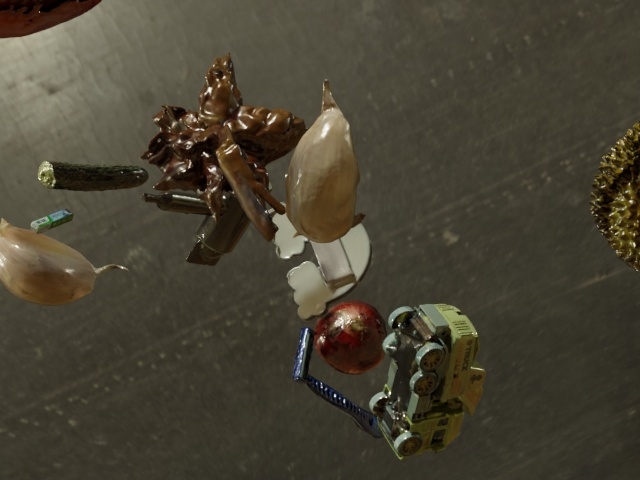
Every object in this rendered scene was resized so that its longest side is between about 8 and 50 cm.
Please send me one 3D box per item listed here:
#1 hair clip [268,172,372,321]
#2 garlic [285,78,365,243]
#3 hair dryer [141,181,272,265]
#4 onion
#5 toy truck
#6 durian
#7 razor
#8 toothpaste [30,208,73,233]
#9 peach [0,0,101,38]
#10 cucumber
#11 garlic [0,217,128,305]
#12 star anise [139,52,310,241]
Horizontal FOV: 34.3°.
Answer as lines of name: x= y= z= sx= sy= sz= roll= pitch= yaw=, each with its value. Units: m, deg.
hair clip: x=0.000 y=0.000 z=1.546 sx=0.140 sy=0.054 sz=0.220 roll=-20 pitch=74 yaw=-6
garlic: x=-0.002 y=-0.055 z=0.935 sx=0.066 sy=0.152 sz=0.084 roll=-20 pitch=50 yaw=-32
hair dryer: x=-0.218 y=-0.041 z=1.747 sx=0.078 sy=0.248 sz=0.195 roll=47 pitch=113 yaw=33
onion: x=0.051 y=0.163 z=1.728 sx=0.131 sy=0.131 sz=0.131 roll=0 pitch=71 yaw=0
toy truck: x=0.136 y=0.160 z=1.219 sx=0.116 sy=0.191 sz=0.085 roll=-5 pitch=33 yaw=-23
durian: x=0.605 y=-0.077 z=1.805 sx=0.258 sy=0.258 sz=0.293 roll=-30 pitch=95 yaw=-10
razor: x=0.026 y=0.263 z=1.769 sx=0.056 sy=0.324 sz=0.093 roll=-8 pitch=55 yaw=27
toothpaste: x=-0.472 y=-0.034 z=1.830 sx=0.020 sy=0.017 sz=0.083 roll=32 pitch=33 yaw=21
peach: x=-0.157 y=-0.175 z=0.559 sx=0.092 sy=0.127 sz=0.172 roll=26 pitch=59 yaw=30
cucumber: x=-0.408 y=-0.118 z=1.911 sx=0.214 sy=0.052 sz=0.058 roll=-1 pitch=31 yaw=-40
garlic: x=-0.497 y=0.061 z=1.967 sx=0.266 sy=0.128 sz=0.148 roll=27 pitch=65 yaw=-24
star anise: x=-0.108 y=-0.112 z=1.333 sx=0.237 sy=0.148 sz=0.346 roll=0 pitch=37 yaw=-16
